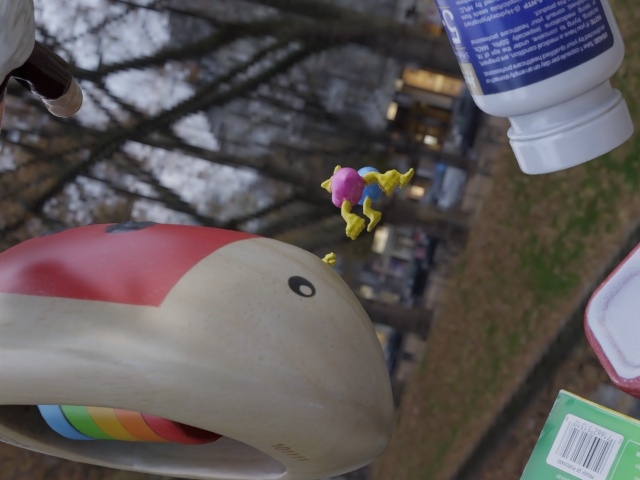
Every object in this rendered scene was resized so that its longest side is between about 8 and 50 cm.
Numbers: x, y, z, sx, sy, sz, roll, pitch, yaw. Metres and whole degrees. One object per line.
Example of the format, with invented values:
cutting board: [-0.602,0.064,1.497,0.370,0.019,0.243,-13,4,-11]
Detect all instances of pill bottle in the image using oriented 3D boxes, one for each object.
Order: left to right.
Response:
pill bottle: [0.144,-0.146,1.050,0.112,0.112,0.187,-67,-44,-72]

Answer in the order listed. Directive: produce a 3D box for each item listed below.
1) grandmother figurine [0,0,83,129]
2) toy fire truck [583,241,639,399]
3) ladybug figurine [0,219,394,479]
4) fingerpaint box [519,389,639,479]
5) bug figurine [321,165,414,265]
grandmother figurine: [-0.263,-0.106,1.041,0.104,0.208,0.342,69,155,5]
toy fire truck: [0.258,0.007,0.660,0.302,0.169,0.254,-53,36,23]
ladybug figurine: [-0.138,0.086,1.224,0.305,0.449,0.162,36,-120,-49]
fingerpaint box: [0.470,0.337,1.549,0.445,0.371,0.163,19,83,59]
bug figurine: [0.000,0.000,1.752,0.279,0.072,0.216,-51,-6,-9]
